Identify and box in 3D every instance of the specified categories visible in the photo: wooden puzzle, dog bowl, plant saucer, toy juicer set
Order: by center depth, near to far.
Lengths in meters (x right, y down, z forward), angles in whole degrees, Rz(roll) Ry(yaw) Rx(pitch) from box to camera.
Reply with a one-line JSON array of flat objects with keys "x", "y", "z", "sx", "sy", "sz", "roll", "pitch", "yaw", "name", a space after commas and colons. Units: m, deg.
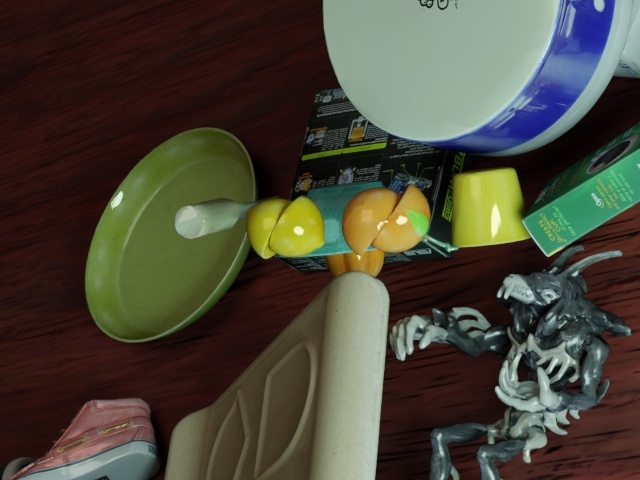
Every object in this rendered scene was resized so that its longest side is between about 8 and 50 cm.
[{"x": -0.037, "y": 0.235, "z": 1.611, "sx": 0.348, "sy": 0.080, "sz": 0.322, "roll": -41, "pitch": 35, "yaw": 49, "name": "wooden puzzle"}, {"x": 0.000, "y": 0.000, "z": 1.629, "sx": 0.329, "sy": 0.209, "sz": 0.089, "roll": -3, "pitch": 96, "yaw": 44, "name": "toy juicer set"}, {"x": 0.131, "y": -0.208, "z": 1.646, "sx": 0.265, "sy": 0.104, "sz": 0.265, "roll": -5, "pitch": 83, "yaw": 41, "name": "dog bowl"}, {"x": -0.145, "y": -0.001, "z": 1.955, "sx": 0.241, "sy": 0.037, "sz": 0.241, "roll": -24, "pitch": 51, "yaw": 33, "name": "plant saucer"}]

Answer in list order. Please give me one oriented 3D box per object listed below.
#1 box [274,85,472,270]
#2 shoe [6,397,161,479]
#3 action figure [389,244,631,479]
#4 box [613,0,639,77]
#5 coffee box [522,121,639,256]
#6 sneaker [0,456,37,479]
[{"x": 0.056, "y": -0.066, "z": 1.791, "sx": 0.190, "sy": 0.045, "sz": 0.184, "roll": -7, "pitch": 63, "yaw": 42, "name": "box"}, {"x": -0.243, "y": 0.215, "z": 1.872, "sx": 0.178, "sy": 0.063, "sz": 0.081, "roll": -21, "pitch": 44, "yaw": 7, "name": "shoe"}, {"x": 0.144, "y": 0.115, "z": 1.513, "sx": 0.164, "sy": 0.141, "sz": 0.276, "roll": 13, "pitch": 78, "yaw": 50, "name": "action figure"}, {"x": 0.210, "y": -0.270, "z": 1.759, "sx": 0.322, "sy": 0.058, "sz": 0.232, "roll": 12, "pitch": 74, "yaw": 47, "name": "box"}, {"x": 0.256, "y": -0.063, "z": 1.548, "sx": 0.184, "sy": 0.040, "sz": 0.113, "roll": -33, "pitch": 7, "yaw": 24, "name": "coffee box"}, {"x": -0.335, "y": 0.330, "z": 1.910, "sx": 0.121, "sy": 0.079, "sz": 0.217, "roll": -26, "pitch": 41, "yaw": 36, "name": "sneaker"}]
